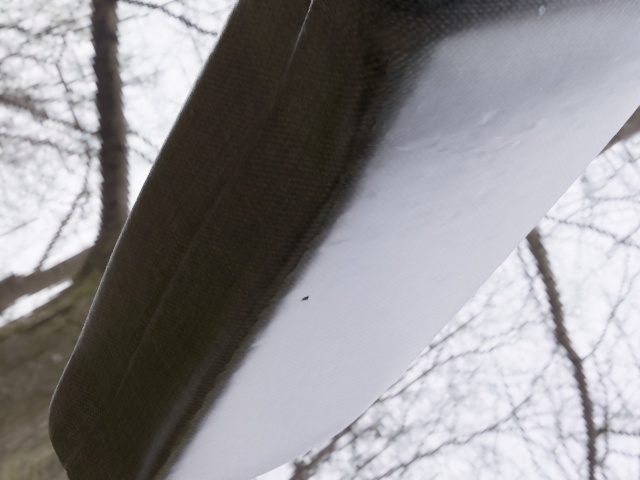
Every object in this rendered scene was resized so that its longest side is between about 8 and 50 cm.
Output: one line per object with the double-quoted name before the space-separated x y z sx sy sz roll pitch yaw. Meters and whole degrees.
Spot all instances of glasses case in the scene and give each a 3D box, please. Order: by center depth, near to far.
"glasses case" 0.000 0.000 0.452 0.074 0.131 0.323 58 -36 19
